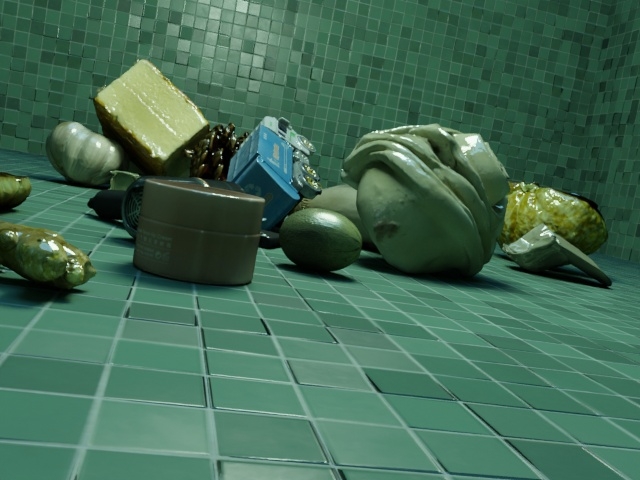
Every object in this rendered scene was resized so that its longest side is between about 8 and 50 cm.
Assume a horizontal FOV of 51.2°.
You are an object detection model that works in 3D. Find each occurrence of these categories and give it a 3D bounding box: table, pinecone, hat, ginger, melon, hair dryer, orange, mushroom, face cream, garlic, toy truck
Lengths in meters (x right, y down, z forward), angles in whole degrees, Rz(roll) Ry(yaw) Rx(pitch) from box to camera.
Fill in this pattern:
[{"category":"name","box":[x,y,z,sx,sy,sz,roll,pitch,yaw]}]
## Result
[{"category":"table","box":[-0.512,-0.151,1.786,0.079,0.062,0.083,11,6,14]},{"category":"pinecone","box":[-0.251,-0.186,1.824,0.257,0.243,0.243,43,-16,-35]},{"category":"hat","box":[0.588,0.060,1.673,0.245,0.149,0.214,48,16,3]},{"category":"ginger","box":[-0.297,0.008,0.640,0.176,0.053,0.193,10,-2,-4]},{"category":"melon","box":[0.000,0.000,1.014,0.130,0.098,0.098,15,7,18]},{"category":"hair dryer","box":[-0.306,-0.053,1.108,0.352,0.107,0.189,4,3,38]},{"category":"orange","box":[0.628,-0.032,1.912,0.271,0.210,0.368,28,-7,-38]},{"category":"mushroom","box":[0.093,-0.057,1.541,0.407,0.138,0.154,12,-10,36]},{"category":"face cream","box":[-0.148,-0.012,0.819,0.149,0.104,0.149,10,6,-1]},{"category":"garlic","box":[-0.643,-0.225,1.834,0.227,0.152,0.228,18,-16,5]},{"category":"toy truck","box":[-0.107,-0.155,1.529,0.175,0.146,0.367,38,22,-21]}]

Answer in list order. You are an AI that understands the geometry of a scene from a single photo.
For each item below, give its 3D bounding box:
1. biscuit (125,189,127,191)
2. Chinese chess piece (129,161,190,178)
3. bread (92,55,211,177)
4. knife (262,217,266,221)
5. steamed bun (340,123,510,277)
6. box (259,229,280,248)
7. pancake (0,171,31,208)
[{"category":"biscuit","box":[-0.331,-0.091,1.593,0.339,0.047,0.216,14,6,31]},{"category":"Chinese chess piece","box":[-0.506,-0.227,2.185,0.338,0.141,0.338,11,7,-1]},{"category":"bread","box":[-0.470,-0.320,1.898,0.279,0.207,0.279,42,-17,4]},{"category":"knife","box":[-0.216,-0.047,1.251,0.260,0.035,0.063,5,5,36]},{"category":"steamed bun","box":[0.221,-0.103,1.264,0.324,0.219,0.310,12,45,-40]},{"category":"box","box":[-0.132,-0.012,1.249,0.126,0.027,0.125,12,6,13]},{"category":"pancake","box":[-0.623,-0.076,0.929,0.304,0.067,0.427,4,5,12]}]
